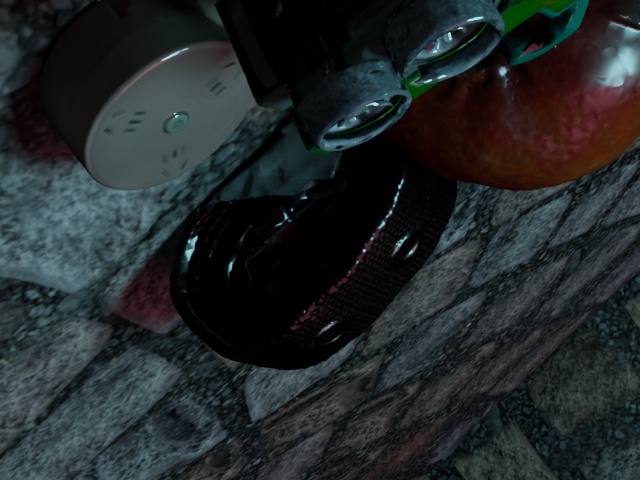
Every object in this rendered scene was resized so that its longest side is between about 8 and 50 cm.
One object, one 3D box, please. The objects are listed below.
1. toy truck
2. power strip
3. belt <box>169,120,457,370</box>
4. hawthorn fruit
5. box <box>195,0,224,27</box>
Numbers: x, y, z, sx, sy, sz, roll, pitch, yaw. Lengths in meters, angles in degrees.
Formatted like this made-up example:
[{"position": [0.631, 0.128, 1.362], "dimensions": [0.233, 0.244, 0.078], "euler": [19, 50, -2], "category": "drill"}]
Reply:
[{"position": [0.089, -0.182, 0.593], "dimensions": [0.363, 0.176, 0.178], "euler": [-34, 161, 32], "category": "toy truck"}, {"position": [-0.127, -0.112, 0.831], "dimensions": [0.154, 0.078, 0.154], "euler": [-33, 155, -17], "category": "power strip"}, {"position": [0.000, 0.000, 1.086], "dimensions": [0.289, 0.184, 0.164], "euler": [-44, 149, 13], "category": "belt"}, {"position": [0.173, -0.174, 0.957], "dimensions": [0.265, 0.265, 0.307], "euler": [-49, 171, 21], "category": "hawthorn fruit"}, {"position": [0.071, -0.314, 0.622], "dimensions": [0.396, 0.111, 0.396], "euler": [-20, 154, -3], "category": "box"}]
